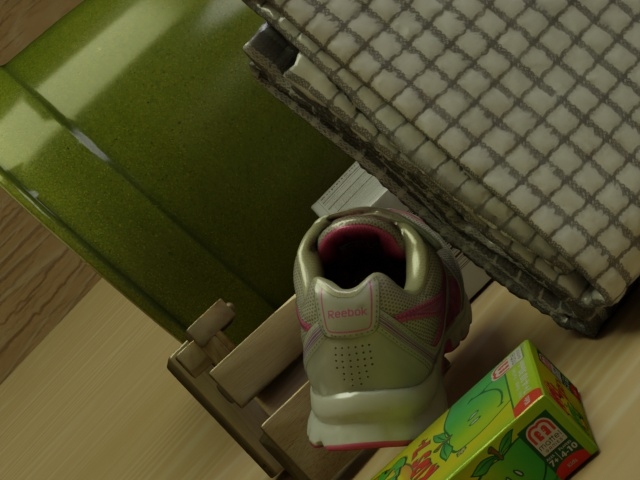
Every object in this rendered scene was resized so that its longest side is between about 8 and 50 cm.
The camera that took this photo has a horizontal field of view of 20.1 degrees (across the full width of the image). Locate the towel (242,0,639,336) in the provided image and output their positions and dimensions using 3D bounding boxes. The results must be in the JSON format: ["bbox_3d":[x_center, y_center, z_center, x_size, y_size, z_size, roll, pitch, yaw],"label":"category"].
[{"bbox_3d":[0.121,-0.115,1.071,0.235,0.284,0.121,-48,-10,-14],"label":"towel"}]

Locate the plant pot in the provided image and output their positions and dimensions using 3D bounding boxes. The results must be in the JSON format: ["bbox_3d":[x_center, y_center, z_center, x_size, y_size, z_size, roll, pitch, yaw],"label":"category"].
[{"bbox_3d":[-0.083,-0.118,1.586,0.353,0.366,0.366,-49,10,-2],"label":"plant pot"}]

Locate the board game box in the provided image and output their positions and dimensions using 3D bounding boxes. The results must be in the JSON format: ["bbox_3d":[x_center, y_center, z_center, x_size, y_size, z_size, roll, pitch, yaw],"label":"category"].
[{"bbox_3d":[0.062,0.140,0.965,0.181,0.043,0.092,-43,11,11],"label":"board game box"}]

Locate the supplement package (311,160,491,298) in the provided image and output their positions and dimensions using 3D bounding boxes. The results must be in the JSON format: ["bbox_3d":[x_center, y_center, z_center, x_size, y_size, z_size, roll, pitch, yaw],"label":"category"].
[{"bbox_3d":[0.072,-0.015,1.365,0.105,0.105,0.179,-45,10,1],"label":"supplement package"}]

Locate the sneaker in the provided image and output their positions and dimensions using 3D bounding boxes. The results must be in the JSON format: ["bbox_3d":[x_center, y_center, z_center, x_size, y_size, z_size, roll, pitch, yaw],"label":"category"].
[{"bbox_3d":[0.039,0.025,1.104,0.103,0.111,0.252,-6,22,5],"label":"sneaker"}]

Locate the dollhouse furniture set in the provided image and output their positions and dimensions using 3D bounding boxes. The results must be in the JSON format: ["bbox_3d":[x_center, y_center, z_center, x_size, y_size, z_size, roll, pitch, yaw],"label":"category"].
[{"bbox_3d":[-0.014,0.088,1.274,0.123,0.144,0.151,-43,-5,-13],"label":"dollhouse furniture set"}]
